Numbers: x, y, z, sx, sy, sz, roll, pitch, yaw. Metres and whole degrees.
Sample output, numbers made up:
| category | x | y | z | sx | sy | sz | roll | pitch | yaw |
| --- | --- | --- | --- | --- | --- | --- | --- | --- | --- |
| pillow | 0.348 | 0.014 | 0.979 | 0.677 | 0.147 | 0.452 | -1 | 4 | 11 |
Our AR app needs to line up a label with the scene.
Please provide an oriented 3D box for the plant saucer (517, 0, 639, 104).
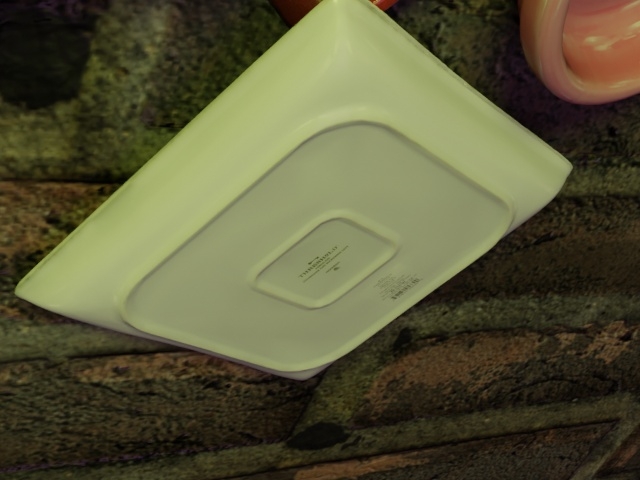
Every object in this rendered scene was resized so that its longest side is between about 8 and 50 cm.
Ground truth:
| category | x | y | z | sx | sy | sz | roll | pitch | yaw |
| --- | --- | --- | --- | --- | --- | --- | --- | --- | --- |
| plant saucer | 0.257 | -0.239 | 0.670 | 0.332 | 0.084 | 0.332 | -28 | 153 | -16 |

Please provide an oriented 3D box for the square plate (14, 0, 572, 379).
| category | x | y | z | sx | sy | sz | roll | pitch | yaw |
| --- | --- | --- | --- | --- | --- | --- | --- | --- | --- |
| square plate | 0.000 | 0.000 | 0.808 | 0.347 | 0.049 | 0.344 | -39 | 142 | 22 |

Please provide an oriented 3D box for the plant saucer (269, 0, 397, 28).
| category | x | y | z | sx | sy | sz | roll | pitch | yaw |
| --- | --- | --- | --- | --- | --- | --- | --- | --- | --- |
| plant saucer | 0.046 | -0.254 | 0.597 | 0.259 | 0.048 | 0.258 | -35 | 141 | 8 |
